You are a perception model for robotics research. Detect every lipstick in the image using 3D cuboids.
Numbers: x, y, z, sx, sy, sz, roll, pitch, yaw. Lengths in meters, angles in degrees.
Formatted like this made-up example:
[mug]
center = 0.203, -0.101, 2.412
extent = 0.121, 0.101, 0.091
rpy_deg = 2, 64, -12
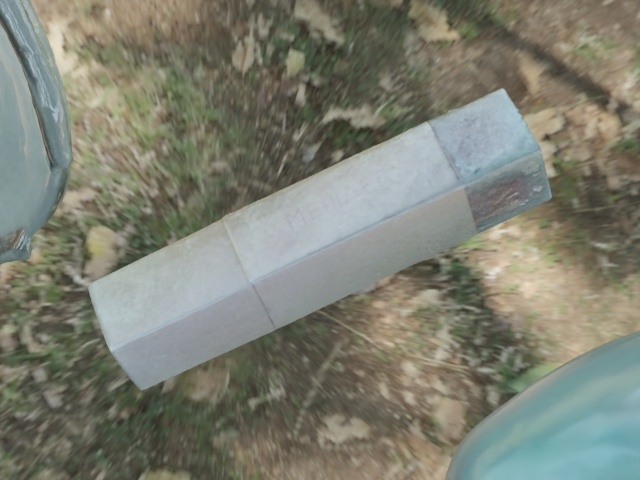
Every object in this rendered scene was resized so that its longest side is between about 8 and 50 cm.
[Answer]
[lipstick]
center = 0.000, 0.000, 1.260
extent = 0.372, 0.079, 0.076
rpy_deg = -25, 55, 0

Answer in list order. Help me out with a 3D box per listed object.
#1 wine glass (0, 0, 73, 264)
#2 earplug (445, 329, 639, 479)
[wine glass]
center = -0.035, -0.103, 0.411
extent = 0.156, 0.156, 0.232
rpy_deg = 48, 54, -1
[earplug]
center = 0.221, 0.107, 0.779
extent = 0.324, 0.185, 0.185
rpy_deg = -15, 89, 1
